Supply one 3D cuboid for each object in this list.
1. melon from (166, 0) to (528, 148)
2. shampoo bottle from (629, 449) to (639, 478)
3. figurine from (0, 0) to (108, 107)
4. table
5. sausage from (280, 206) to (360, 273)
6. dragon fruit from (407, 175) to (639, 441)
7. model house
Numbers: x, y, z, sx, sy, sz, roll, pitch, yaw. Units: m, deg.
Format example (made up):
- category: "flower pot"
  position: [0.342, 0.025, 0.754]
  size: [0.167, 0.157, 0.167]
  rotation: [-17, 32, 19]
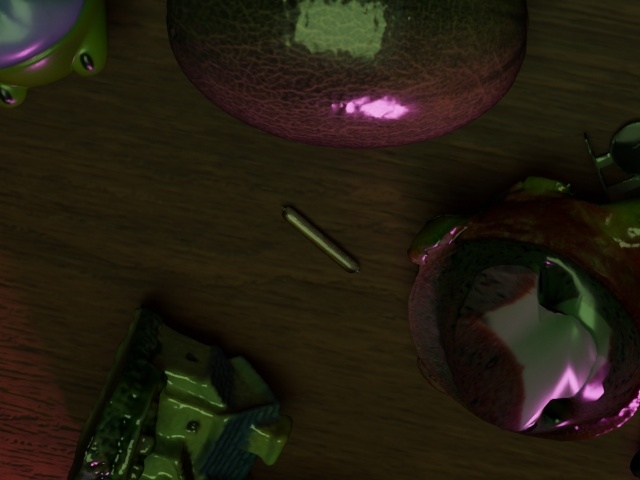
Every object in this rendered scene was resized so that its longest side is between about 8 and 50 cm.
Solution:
- category: "melon"
  position: [0.024, -0.195, 1.279]
  size: [0.302, 0.237, 0.237]
  rotation: [8, 113, 3]
- category: "shampoo bottle"
  position: [0.405, 0.289, 1.510]
  size: [0.246, 0.080, 0.079]
  rotation: [41, 109, -10]
- category: "figurine"
  position: [-0.281, -0.256, 1.351]
  size: [0.162, 0.143, 0.263]
  rotation: [-21, 91, 6]
- category: "table"
  position: [0.340, -0.041, 1.396]
  size: [0.146, 0.062, 0.175]
  rotation: [-21, 111, 15]
- category: "sausage"
  position: [0.000, 0.000, 1.477]
  size: [0.100, 0.015, 0.015]
  rotation: [40, 111, -9]
- category: "dragon fruit"
  position: [0.199, 0.072, 1.394]
  size: [0.268, 0.130, 0.295]
  rotation: [37, 129, 5]
- category: "model house"
  position: [-0.137, 0.205, 1.491]
  size: [0.189, 0.195, 0.214]
  rotation: [22, 115, -11]
